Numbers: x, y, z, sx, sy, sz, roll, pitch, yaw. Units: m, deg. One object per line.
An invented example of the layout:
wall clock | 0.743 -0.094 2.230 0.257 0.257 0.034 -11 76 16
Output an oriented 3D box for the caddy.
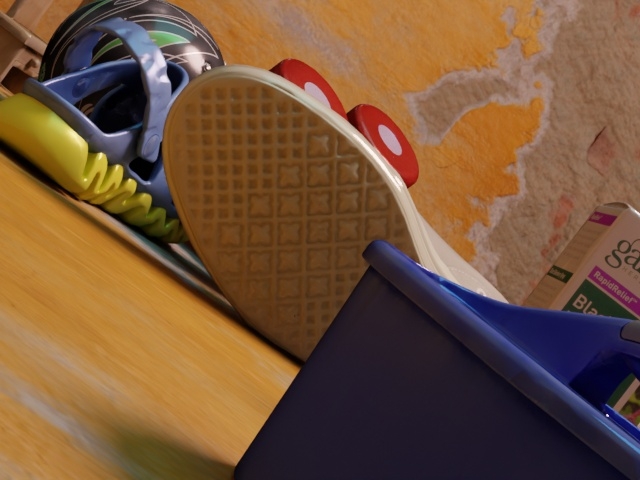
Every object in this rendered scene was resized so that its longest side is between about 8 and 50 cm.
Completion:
caddy | 0.114 0.117 0.821 0.241 0.179 0.341 37 2 -27

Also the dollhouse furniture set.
dollhouse furniture set | -0.135 -0.122 1.947 0.355 0.174 0.303 38 3 24

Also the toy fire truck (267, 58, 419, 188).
toy fire truck | -0.004 -0.010 1.807 0.302 0.169 0.254 26 38 -49

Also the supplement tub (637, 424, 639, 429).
supplement tub | 0.280 0.189 1.737 0.272 0.191 0.191 37 2 -7

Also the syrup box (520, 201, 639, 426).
syrup box | 0.160 0.094 1.234 0.093 0.237 0.096 38 2 -4

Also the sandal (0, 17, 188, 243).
sandal | -0.150 -0.089 1.546 0.126 0.138 0.317 36 0 17

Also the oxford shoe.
oxford shoe | 0.035 0.029 1.511 0.449 0.169 0.130 44 12 -24

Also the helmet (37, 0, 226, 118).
helmet | -0.178 -0.153 1.763 0.169 0.162 0.169 25 -1 0
